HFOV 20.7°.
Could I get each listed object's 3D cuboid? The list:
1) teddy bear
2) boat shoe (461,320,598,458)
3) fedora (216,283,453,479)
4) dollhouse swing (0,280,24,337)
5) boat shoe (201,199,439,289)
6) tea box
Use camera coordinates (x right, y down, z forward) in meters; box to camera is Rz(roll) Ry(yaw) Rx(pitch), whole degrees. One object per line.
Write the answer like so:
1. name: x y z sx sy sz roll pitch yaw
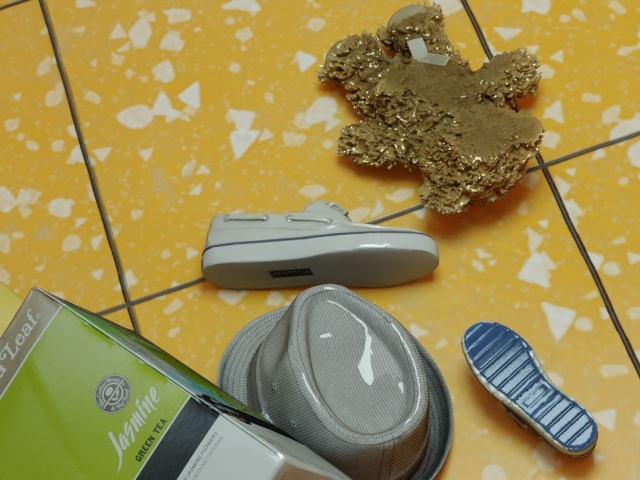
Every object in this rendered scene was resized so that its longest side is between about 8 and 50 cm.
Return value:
1. teddy bear: 0.132 -0.153 2.035 0.245 0.113 0.338 -39 52 -24
2. boat shoe: 0.213 0.162 1.826 0.066 0.066 0.183 -36 64 -11
3. fedora: 0.022 0.142 1.810 0.244 0.124 0.275 -9 56 -16
4. dollhouse swing: -0.479 0.151 1.881 0.305 0.315 0.347 40 69 2
5. boat shoe: 0.000 0.000 1.956 0.267 0.096 0.088 -5 61 16
6. tea box: -0.201 0.275 1.673 0.323 0.220 0.329 32 89 25
